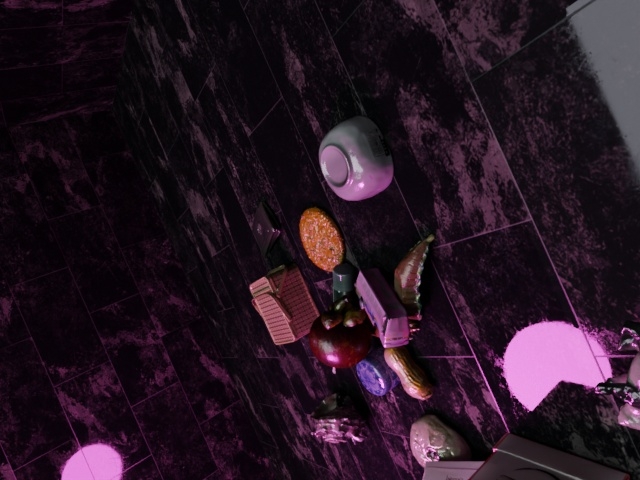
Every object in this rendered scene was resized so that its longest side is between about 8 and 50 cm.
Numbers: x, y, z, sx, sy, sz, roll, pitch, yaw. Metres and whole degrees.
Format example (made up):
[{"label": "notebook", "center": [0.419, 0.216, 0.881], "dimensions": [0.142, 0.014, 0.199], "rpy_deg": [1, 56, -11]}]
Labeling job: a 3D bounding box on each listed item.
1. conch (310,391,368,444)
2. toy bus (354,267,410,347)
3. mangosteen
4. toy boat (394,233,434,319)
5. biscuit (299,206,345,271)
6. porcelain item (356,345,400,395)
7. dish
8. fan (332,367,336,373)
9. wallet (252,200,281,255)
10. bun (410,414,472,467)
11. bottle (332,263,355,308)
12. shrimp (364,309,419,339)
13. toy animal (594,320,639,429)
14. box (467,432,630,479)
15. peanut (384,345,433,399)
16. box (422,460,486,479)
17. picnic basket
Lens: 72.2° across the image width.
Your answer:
[{"label": "conch", "center": [0.063, 0.769, 1.845], "dimensions": [0.313, 0.241, 0.186], "rpy_deg": [-165, 71, -65]}, {"label": "toy bus", "center": [0.186, 0.200, 1.351], "dimensions": [0.274, 0.090, 0.112], "rpy_deg": [-118, 24, -56]}, {"label": "mangosteen", "center": [0.074, 0.303, 1.484], "dimensions": [0.215, 0.215, 0.257], "rpy_deg": [34, 123, 40]}, {"label": "toy boat", "center": [0.266, 0.112, 1.277], "dimensions": [0.108, 0.099, 0.292], "rpy_deg": [-115, 20, -55]}, {"label": "biscuit", "center": [0.000, 0.000, 1.631], "dimensions": [0.254, 0.035, 0.253], "rpy_deg": [33, 135, 40]}, {"label": "porcelain item", "center": [0.208, 0.463, 1.555], "dimensions": [0.147, 0.114, 0.147], "rpy_deg": [34, 136, 40]}, {"label": "dish", "center": [0.084, -0.230, 1.295], "dimensions": [0.256, 0.117, 0.256], "rpy_deg": [34, 136, 40]}, {"label": "fan", "center": [0.054, 0.482, 1.880], "dimensions": [0.153, 0.008, 0.226], "rpy_deg": [21, 126, 46]}, {"label": "wallet", "center": [-0.253, -0.047, 1.950], "dimensions": [0.168, 0.052, 0.245], "rpy_deg": [60, 149, 16]}, {"label": "bun", "center": [0.384, 0.694, 1.455], "dimensions": [0.221, 0.108, 0.221], "rpy_deg": [32, 134, 41]}, {"label": "bottle", "center": [0.087, 0.222, 1.604], "dimensions": [0.082, 0.082, 0.285], "rpy_deg": [28, 131, 44]}, {"label": "shrimp", "center": [0.225, 0.262, 1.459], "dimensions": [0.294, 0.062, 0.153], "rpy_deg": [1, 105, 56]}, {"label": "toy animal", "center": [0.624, 0.270, 0.850], "dimensions": [0.121, 0.094, 0.225], "rpy_deg": [27, 113, 43]}, {"label": "box", "center": [0.551, 0.724, 1.064], "dimensions": [0.314, 0.300, 0.312], "rpy_deg": [-4, 107, 55]}, {"label": "peanut", "center": [0.288, 0.432, 1.449], "dimensions": [0.206, 0.087, 0.087], "rpy_deg": [53, 145, 21]}, {"label": "box", "center": [0.452, 0.805, 1.320], "dimensions": [0.203, 0.116, 0.274], "rpy_deg": [-17, 109, 32]}, {"label": "picnic basket", "center": [-0.163, 0.276, 1.904], "dimensions": [0.228, 0.175, 0.312], "rpy_deg": [-28, 86, 57]}]
